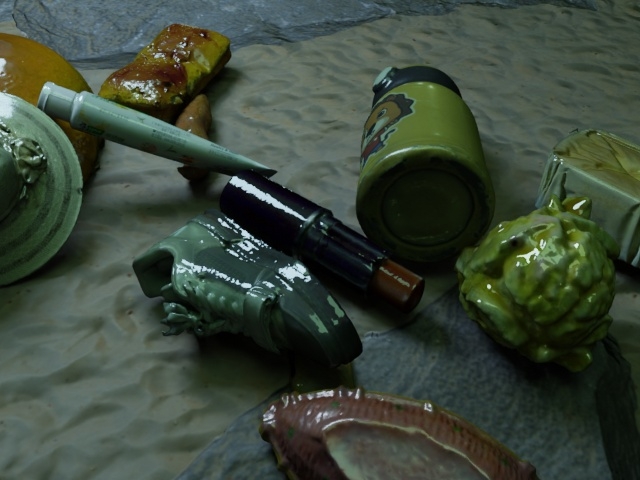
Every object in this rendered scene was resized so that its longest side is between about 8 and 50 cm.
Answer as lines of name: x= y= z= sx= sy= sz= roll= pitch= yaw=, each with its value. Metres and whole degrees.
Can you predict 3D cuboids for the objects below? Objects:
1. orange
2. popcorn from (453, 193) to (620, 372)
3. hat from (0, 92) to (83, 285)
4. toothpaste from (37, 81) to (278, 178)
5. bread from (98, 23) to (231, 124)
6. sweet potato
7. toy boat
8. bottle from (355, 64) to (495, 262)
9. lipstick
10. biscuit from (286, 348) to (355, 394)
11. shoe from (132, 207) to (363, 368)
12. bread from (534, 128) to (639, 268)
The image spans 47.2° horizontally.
orange: x=-0.446 y=-0.165 z=1.037 sx=0.274 sy=0.275 sz=0.310 roll=5 pitch=11 yaw=-3
popcorn: x=0.252 y=0.042 z=0.846 sx=0.167 sy=0.186 sz=0.188 roll=21 pitch=32 yaw=-8
hat: x=-0.404 y=-0.073 z=0.830 sx=0.251 sy=0.110 sz=0.252 roll=2 pitch=79 yaw=-12
toothpaste: x=-0.212 y=-0.134 z=0.974 sx=0.314 sy=0.056 sz=0.058 roll=18 pitch=29 yaw=-19
bread: x=-0.241 y=-0.270 z=1.182 sx=0.139 sy=0.077 sz=0.271 roll=12 pitch=40 yaw=14
sweet potato: x=-0.190 y=-0.156 z=1.094 sx=0.055 sy=0.058 sz=0.202 roll=37 pitch=32 yaw=-36
toy boat: x=0.081 y=0.219 z=0.692 sx=0.317 sy=0.099 sz=0.141 roll=18 pitch=70 yaw=13
bottle: x=0.137 y=-0.133 z=1.030 sx=0.171 sy=0.172 sz=0.351 roll=7 pitch=34 yaw=-1
lipstick: x=0.000 y=0.000 z=0.924 sx=0.299 sy=0.081 sz=0.081 roll=29 pitch=46 yaw=25
biscuit: x=-0.002 y=0.134 z=0.823 sx=0.071 sy=0.018 sz=0.147 roll=0 pitch=41 yaw=-10
shoe: x=-0.097 y=0.076 z=0.804 sx=0.149 sy=0.109 sz=0.293 roll=-33 pitch=46 yaw=-25
bread: x=0.421 y=-0.059 z=1.034 sx=0.209 sy=0.110 sz=0.192 roll=31 pitch=41 yaw=24
